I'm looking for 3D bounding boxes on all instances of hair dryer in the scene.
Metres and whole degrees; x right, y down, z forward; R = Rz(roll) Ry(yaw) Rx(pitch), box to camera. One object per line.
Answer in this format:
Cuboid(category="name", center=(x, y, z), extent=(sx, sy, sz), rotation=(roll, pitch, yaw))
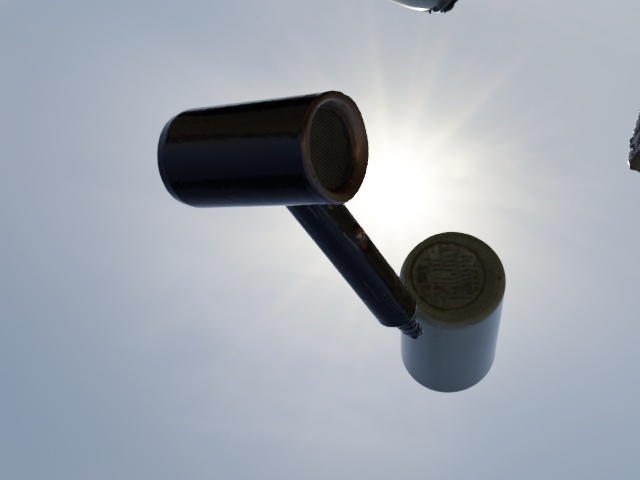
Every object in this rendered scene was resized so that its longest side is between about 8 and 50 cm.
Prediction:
Cuboid(category="hair dryer", center=(0.000, 0.000, 0.766), extent=(0.255, 0.128, 0.070), rotation=(54, -132, -42))

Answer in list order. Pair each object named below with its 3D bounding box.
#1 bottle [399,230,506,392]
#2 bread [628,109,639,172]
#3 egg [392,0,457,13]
Cuboid(category="bottle", center=(0.133, 0.089, 1.147), extent=(0.104, 0.104, 0.245), rotation=(41, 164, 22))
Cuboid(category="bread", center=(0.175, -0.070, 0.451), extent=(0.035, 0.094, 0.090), rotation=(41, -140, -9))
Cuboid(category="egg", center=(0.110, -0.427, 1.315), extent=(0.174, 0.286, 0.264), rotation=(20, 165, -17))
